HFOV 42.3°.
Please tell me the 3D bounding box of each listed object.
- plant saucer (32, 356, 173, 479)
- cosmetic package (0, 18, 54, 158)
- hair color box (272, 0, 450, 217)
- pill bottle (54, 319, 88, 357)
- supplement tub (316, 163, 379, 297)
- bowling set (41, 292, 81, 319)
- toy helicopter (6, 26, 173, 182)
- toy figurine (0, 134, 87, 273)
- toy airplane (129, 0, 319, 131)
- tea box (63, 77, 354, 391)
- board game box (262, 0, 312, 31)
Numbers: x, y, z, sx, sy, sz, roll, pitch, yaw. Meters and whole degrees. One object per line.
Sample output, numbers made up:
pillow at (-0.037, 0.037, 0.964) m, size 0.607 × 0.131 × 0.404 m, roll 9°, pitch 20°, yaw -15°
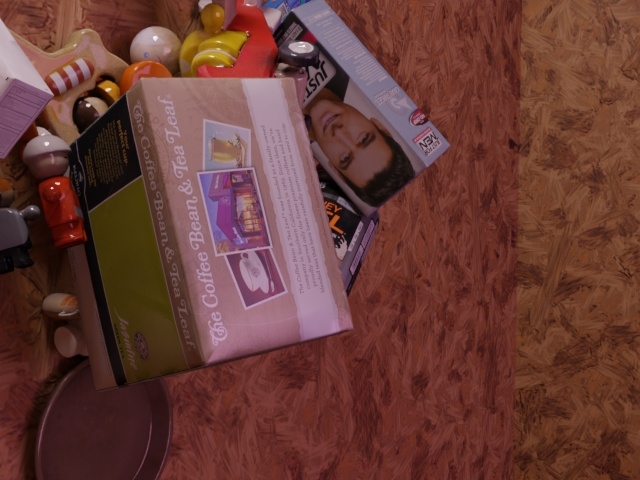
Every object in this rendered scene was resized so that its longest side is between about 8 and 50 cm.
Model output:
plant saucer at (-0.339, 0.307, 1.295) m, size 0.278 × 0.041 × 0.277 m, roll -4°, pitch 95°, yaw -56°
cosmetic package at (-0.404, -0.210, 0.954) m, size 0.099 × 0.239 × 0.060 m, roll -47°, pitch 150°, yaw 10°
hair color box at (0.045, -0.250, 1.571) m, size 0.374 × 0.185 × 0.113 m, roll 49°, pitch 41°, yaw 0°
pill bottle at (-0.343, 0.138, 1.260) m, size 0.116 × 0.065 × 0.065 m, roll -19°, pitch 106°, yaw -55°
supplement tub at (0.000, 0.000, 1.660) m, size 0.193 × 0.194 × 0.316 m, roll 57°, pitch 46°, yaw -40°
bowling set at (-0.289, 0.004, 1.259) m, size 0.287 × 0.154 × 0.199 m, roll -27°, pitch 114°, yaw -53°
toy helicopter at (-0.392, -0.211, 1.158) m, size 0.355 × 0.140 × 0.234 m, roll 36°, pitch 70°, yaw -39°
toy figurine at (-0.418, -0.039, 1.019) m, size 0.213 × 0.210 × 0.148 m, roll -13°, pitch 86°, yaw -49°
toy airplane at (-0.173, -0.319, 1.351) m, size 0.273 × 0.384 × 0.385 m, roll -3°, pitch 84°, yaw -13°
tea box at (-0.166, 0.000, 1.066) m, size 0.220 × 0.324 × 0.328 m, roll -9°, pitch 83°, yaw -37°
board game box at (-0.039, -0.418, 1.719) m, size 0.160 × 0.047 × 0.210 m, roll -56°, pitch 134°, yaw -40°
